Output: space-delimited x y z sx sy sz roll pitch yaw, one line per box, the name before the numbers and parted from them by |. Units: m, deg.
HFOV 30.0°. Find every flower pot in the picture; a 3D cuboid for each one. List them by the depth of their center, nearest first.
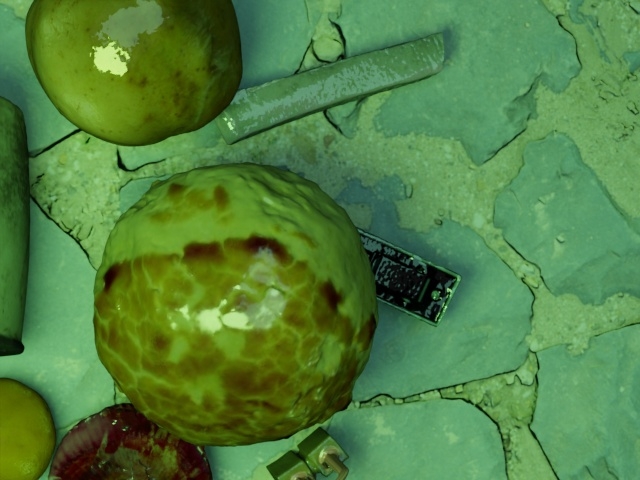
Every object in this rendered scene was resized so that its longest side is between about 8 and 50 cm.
flower pot | -0.514 -0.025 1.533 0.294 0.293 0.330 5 77 -10

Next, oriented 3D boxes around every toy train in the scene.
toy train | 0.000 0.000 1.715 0.407 0.088 0.086 26 92 -8

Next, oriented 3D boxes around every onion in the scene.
onion | -0.257 0.336 1.608 0.230 0.163 0.230 0 93 1

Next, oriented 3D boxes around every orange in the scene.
orange | -0.432 0.261 1.587 0.159 0.136 0.159 -1 83 11

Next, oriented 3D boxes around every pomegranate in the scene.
pomegranate | -0.244 -0.265 1.605 0.307 0.307 0.307 1 86 -11

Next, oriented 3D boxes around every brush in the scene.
brush | -0.007 0.312 1.619 0.103 0.233 0.047 -37 94 -9

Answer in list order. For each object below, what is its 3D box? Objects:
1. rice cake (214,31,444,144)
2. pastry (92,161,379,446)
rice cake | 0.015 -0.227 1.750 0.365 0.056 0.072 -20 90 -11
pastry | -0.111 0.095 1.540 0.389 0.312 0.388 2 110 4
